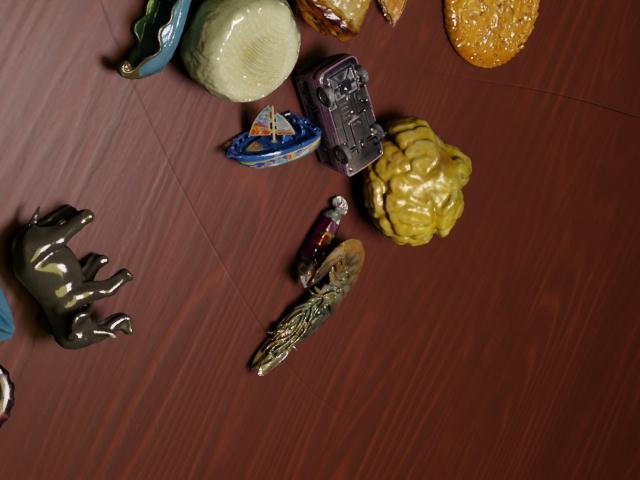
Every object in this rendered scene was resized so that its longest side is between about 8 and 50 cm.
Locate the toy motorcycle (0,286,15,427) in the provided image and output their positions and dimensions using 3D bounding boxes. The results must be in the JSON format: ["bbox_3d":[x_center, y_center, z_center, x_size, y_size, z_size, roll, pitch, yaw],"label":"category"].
[{"bbox_3d":[-0.583,0.122,1.569,0.416,0.172,0.232,24,81,-33],"label":"toy motorcycle"}]

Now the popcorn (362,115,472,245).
[{"bbox_3d":[0.169,-0.106,2.107,0.200,0.226,0.203,-38,175,15],"label":"popcorn"}]

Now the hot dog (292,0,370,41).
[{"bbox_3d":[0.038,-0.457,1.915,0.175,0.114,0.259,37,71,-35],"label":"hot dog"}]

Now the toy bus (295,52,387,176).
[{"bbox_3d":[0.031,-0.218,1.984,0.096,0.108,0.198,-35,124,-26],"label":"toy bus"}]

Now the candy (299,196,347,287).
[{"bbox_3d":[0.000,0.000,2.071,0.045,0.043,0.175,41,73,-43],"label":"candy"}]

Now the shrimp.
[{"bbox_3d":[-0.020,0.108,2.049,0.296,0.058,0.169,-46,154,-20],"label":"shrimp"}]

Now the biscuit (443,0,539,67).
[{"bbox_3d":[0.327,-0.448,2.200,0.254,0.035,0.253,-14,113,-36],"label":"biscuit"}]

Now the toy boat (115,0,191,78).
[{"bbox_3d":[-0.250,-0.327,1.740,0.077,0.075,0.185,11,101,-44],"label":"toy boat"}]

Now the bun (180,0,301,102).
[{"bbox_3d":[-0.126,-0.311,1.815,0.195,0.118,0.195,-25,134,-29],"label":"bun"}]

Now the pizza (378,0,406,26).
[{"bbox_3d":[0.126,-0.442,2.047,0.099,0.029,0.100,-54,132,-23],"label":"pizza"}]

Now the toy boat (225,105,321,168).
[{"bbox_3d":[-0.081,-0.179,1.916,0.175,0.091,0.110,-26,137,-25],"label":"toy boat"}]

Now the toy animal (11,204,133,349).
[{"bbox_3d":[-0.372,0.062,1.755,0.146,0.115,0.245,-43,105,-29],"label":"toy animal"}]
